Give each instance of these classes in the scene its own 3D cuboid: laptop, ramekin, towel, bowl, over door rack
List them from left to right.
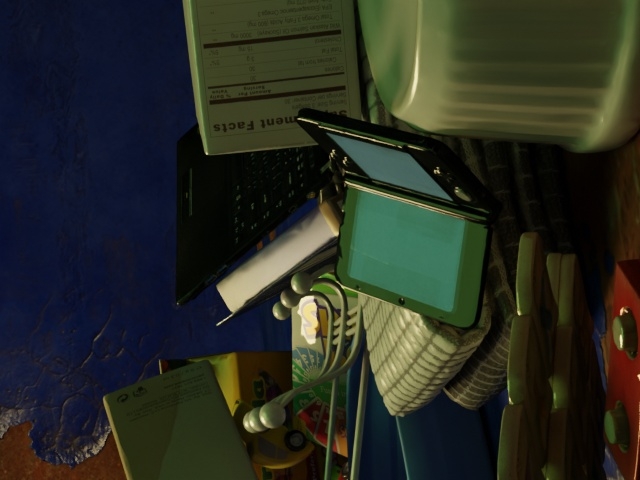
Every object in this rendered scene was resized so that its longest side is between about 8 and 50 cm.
[{"bbox_3d":[-0.066,-0.127,1.274,0.136,0.264,0.234,38,-155,-27],"label":"laptop"},{"bbox_3d":[-0.004,0.195,1.417,0.239,0.108,0.324,127,137,-81],"label":"over door rack"},{"bbox_3d":[0.090,0.267,1.448,0.391,0.077,0.391,175,90,-83],"label":"bowl"},{"bbox_3d":[0.086,-0.038,1.127,0.235,0.121,0.283,104,159,-73],"label":"towel"},{"bbox_3d":[0.094,-0.179,0.903,0.273,0.127,0.273,175,90,-82],"label":"ramekin"}]

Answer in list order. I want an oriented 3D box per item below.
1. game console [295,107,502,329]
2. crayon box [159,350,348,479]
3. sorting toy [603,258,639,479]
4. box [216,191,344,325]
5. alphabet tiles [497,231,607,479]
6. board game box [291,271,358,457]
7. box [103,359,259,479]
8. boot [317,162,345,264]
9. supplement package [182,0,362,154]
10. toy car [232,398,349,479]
[{"bbox_3d":[0.038,-0.014,0.955,0.122,0.071,0.107,18,162,44],"label":"game console"},{"bbox_3d":[-0.057,0.230,1.888,0.318,0.081,0.202,4,-102,-58],"label":"crayon box"},{"bbox_3d":[0.174,0.142,0.648,0.257,0.089,0.255,-108,15,-60],"label":"sorting toy"},{"bbox_3d":[0.000,0.000,1.404,0.036,0.136,0.225,58,140,6],"label":"box"},{"bbox_3d":[0.128,0.146,0.841,0.284,0.021,0.278,-78,-22,-46],"label":"alphabet tiles"},{"bbox_3d":[0.027,0.119,1.725,0.039,0.124,0.259,-35,-44,-45],"label":"board game box"},{"bbox_3d":[-0.113,0.272,1.601,0.311,0.121,0.148,-120,13,-57],"label":"box"},{"bbox_3d":[0.032,-0.153,1.509,0.338,0.118,0.222,101,169,-50],"label":"boot"},{"bbox_3d":[-0.036,-0.156,1.046,0.105,0.105,0.179,-114,18,-70],"label":"supplement package"},{"bbox_3d":[0.019,0.269,1.775,0.053,0.239,0.225,-58,-29,-11],"label":"toy car"}]
